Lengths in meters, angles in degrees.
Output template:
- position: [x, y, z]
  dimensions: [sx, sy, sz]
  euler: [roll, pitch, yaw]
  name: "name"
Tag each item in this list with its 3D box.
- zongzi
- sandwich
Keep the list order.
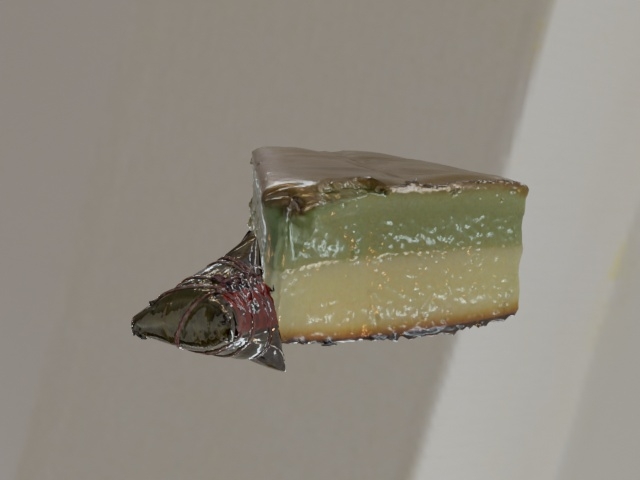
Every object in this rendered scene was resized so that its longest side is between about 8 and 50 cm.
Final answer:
- position: [-0.047, 0.027, 0.937]
  dimensions: [0.067, 0.083, 0.073]
  euler: [-12, -109, 37]
  name: "zongzi"
- position: [0.000, 0.000, 1.193]
  dimensions: [0.186, 0.220, 0.108]
  euler: [13, -76, 48]
  name: "sandwich"
